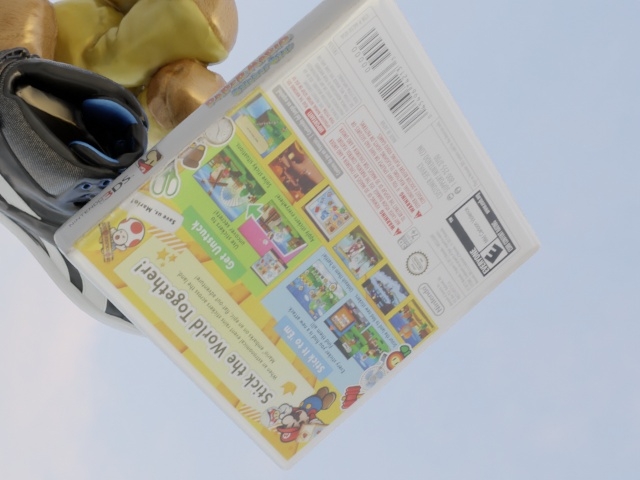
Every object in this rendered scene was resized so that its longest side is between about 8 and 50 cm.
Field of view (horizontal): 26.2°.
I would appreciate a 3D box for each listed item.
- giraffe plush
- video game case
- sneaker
[{"bbox_3d":[-0.170,-0.120,0.876,0.210,0.170,0.181,-42,-132,48],"label":"giraffe plush"},{"bbox_3d":[0.000,0.000,0.748,0.206,0.227,0.026,-41,-138,-3],"label":"video game case"},{"bbox_3d":[-0.109,-0.017,0.749,0.121,0.217,0.079,-14,-136,51],"label":"sneaker"}]
